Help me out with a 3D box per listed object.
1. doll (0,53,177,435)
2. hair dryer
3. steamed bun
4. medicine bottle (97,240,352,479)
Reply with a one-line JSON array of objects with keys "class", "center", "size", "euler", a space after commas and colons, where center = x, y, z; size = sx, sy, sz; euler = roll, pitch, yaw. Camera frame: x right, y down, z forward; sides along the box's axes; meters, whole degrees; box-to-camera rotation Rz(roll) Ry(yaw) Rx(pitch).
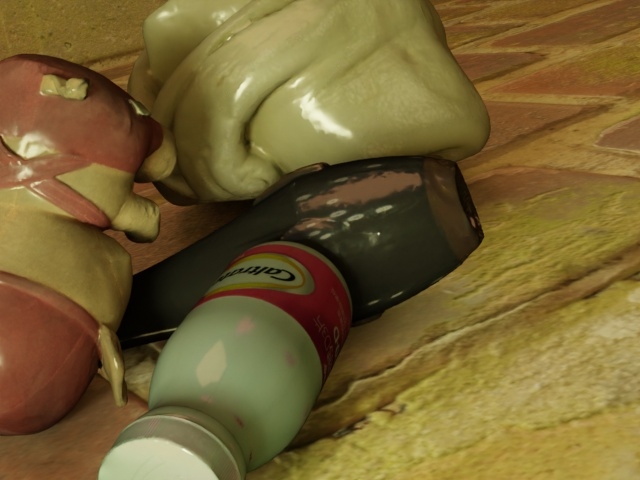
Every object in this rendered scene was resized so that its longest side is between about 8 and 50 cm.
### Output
[{"class": "doll", "center": [-0.204, 0.005, 0.684], "size": [0.196, 0.255, 0.152], "euler": [-2, -23, 28]}, {"class": "hair dryer", "center": [0.000, 0.000, 0.834], "size": [0.304, 0.120, 0.359], "euler": [-21, 3, 20]}, {"class": "steamed bun", "center": [-0.033, -0.173, 1.020], "size": [0.343, 0.255, 0.368], "euler": [-11, 3, -13]}, {"class": "medicine bottle", "center": [-0.047, 0.079, 0.561], "size": [0.091, 0.090, 0.216], "euler": [-6, 21, 18]}]
